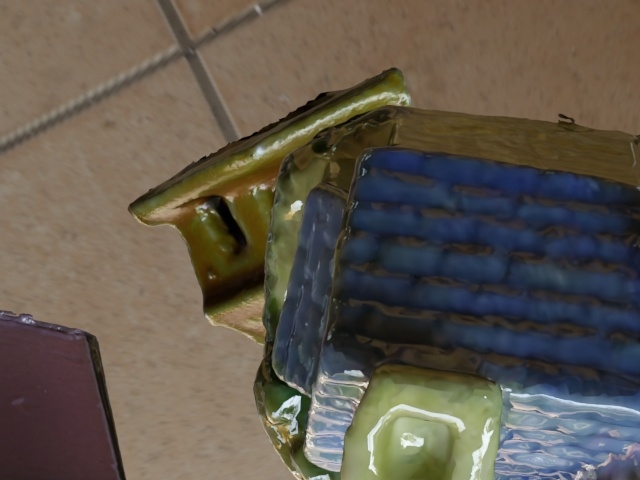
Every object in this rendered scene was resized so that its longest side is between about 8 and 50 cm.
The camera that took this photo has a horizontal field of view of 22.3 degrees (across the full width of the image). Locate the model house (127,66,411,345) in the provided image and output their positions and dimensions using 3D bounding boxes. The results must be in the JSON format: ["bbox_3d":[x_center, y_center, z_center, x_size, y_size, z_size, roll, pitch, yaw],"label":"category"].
[{"bbox_3d":[0.004,-0.001,1.468,0.268,0.173,0.239,-23,95,45],"label":"model house"}]

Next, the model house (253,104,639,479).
[{"bbox_3d":[0.117,0.086,0.769,0.321,0.266,0.261,10,103,1],"label":"model house"}]

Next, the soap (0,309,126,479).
[{"bbox_3d":[-0.281,0.173,1.486,0.181,0.259,0.081,11,121,-24],"label":"soap"}]
